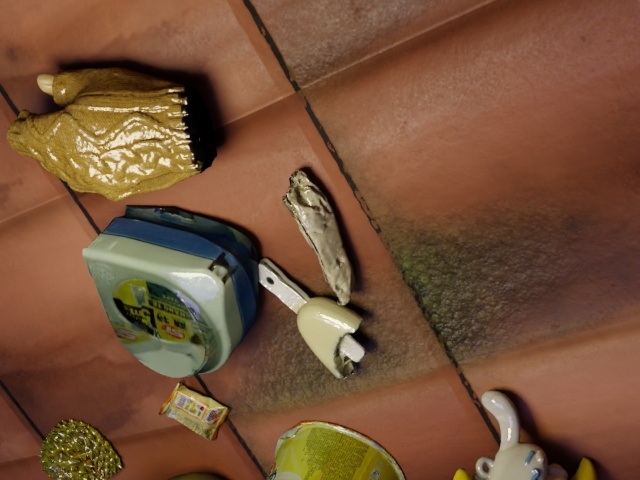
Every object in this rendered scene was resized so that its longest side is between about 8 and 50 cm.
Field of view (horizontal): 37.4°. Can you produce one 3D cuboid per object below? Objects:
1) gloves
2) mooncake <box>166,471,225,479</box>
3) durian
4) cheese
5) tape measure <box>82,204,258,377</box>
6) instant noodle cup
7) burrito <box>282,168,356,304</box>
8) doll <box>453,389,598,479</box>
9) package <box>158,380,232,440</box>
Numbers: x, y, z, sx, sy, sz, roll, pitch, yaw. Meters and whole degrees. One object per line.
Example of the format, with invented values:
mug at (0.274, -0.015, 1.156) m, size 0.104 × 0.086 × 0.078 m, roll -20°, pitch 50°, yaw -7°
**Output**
gloves at (-0.327, -0.159, 1.431) m, size 0.356 × 0.155 × 0.203 m, roll 0°, pitch 117°, yaw 29°
mooncake at (-0.277, 0.682, 1.781) m, size 0.467 × 0.467 × 0.262 m, roll 46°, pitch 132°, yaw -8°
durian at (-0.506, 0.447, 1.941) m, size 0.187 × 0.108 × 0.119 m, roll 27°, pitch 129°, yaw 7°
cheese at (-0.017, 0.118, 1.534) m, size 0.235 × 0.050 × 0.127 m, roll 41°, pitch 137°, yaw 7°
tape measure at (-0.241, 0.095, 1.557) m, size 0.259 × 0.138 × 0.262 m, roll 14°, pitch 127°, yaw 24°
instant noodle cup at (0.002, 0.483, 1.669) m, size 0.264 × 0.200 × 0.264 m, roll 12°, pitch 126°, yaw 17°
burrito at (0.002, -0.001, 1.440) m, size 0.058 × 0.063 × 0.229 m, roll 14°, pitch 133°, yaw 52°
doll at (0.316, 0.389, 1.460) m, size 0.237 × 0.252 × 0.111 m, roll 27°, pitch 163°, yaw -3°
package at (-0.237, 0.323, 1.784) m, size 0.121 × 0.031 × 0.108 m, roll 28°, pitch 129°, yaw -1°
